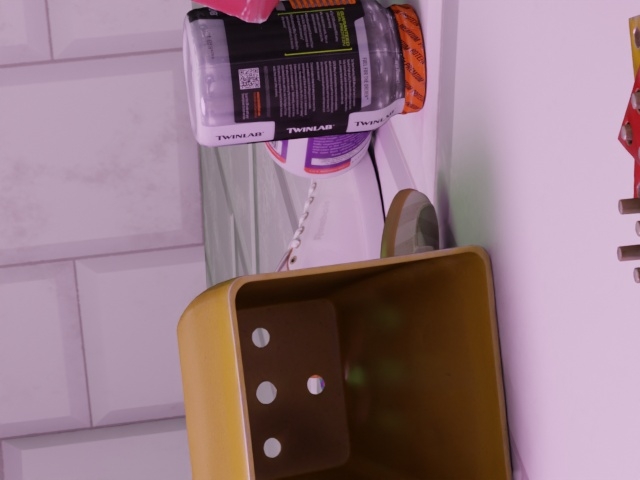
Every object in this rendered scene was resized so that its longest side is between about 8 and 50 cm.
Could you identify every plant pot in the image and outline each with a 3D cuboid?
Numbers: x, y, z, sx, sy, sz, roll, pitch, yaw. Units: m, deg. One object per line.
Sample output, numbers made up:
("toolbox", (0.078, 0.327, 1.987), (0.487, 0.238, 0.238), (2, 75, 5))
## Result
("plant pot", (-0.001, 0.121, 1.367), (0.187, 0.212, 0.212), (-3, 94, 63))

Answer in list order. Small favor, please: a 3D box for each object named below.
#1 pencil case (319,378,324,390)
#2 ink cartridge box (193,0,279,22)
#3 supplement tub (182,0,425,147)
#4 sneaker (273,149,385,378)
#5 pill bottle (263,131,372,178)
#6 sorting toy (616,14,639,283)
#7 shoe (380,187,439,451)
("pencil case", (0.023, 0.128, 1.906), (0.152, 0.064, 0.070), (-104, 27, -44))
("ink cartridge box", (-0.021, -0.352, 0.920), (0.279, 0.160, 0.385), (-61, -10, -45))
("supplement tub", (-0.015, -0.142, 1.509), (0.117, 0.190, 0.117), (174, 90, -83))
("sneaker", (0.000, 0.000, 1.772), (0.106, 0.123, 0.290), (94, 168, -61))
("pill bottle", (0.002, -0.148, 1.681), (0.193, 0.108, 0.108), (99, 162, -61))
("sorting toy", (0.169, -0.024, 0.827), (0.274, 0.046, 0.132), (-112, 17, -63))
("shoe", (0.089, 0.067, 1.466), (0.076, 0.058, 0.219), (-5, -87, -67))
